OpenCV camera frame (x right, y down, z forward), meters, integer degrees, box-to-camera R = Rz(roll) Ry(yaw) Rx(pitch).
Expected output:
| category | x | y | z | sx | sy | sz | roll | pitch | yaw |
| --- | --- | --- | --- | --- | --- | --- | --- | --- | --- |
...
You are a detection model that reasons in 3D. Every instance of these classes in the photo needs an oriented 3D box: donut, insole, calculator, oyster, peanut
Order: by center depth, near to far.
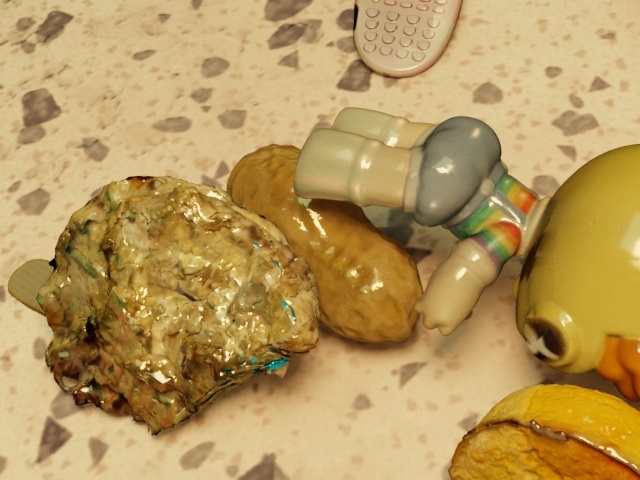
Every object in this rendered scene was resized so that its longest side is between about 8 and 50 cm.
| category | x | y | z | sx | sy | sz | roll | pitch | yaw |
| --- | --- | --- | --- | --- | --- | --- | --- | --- | --- |
| donut | 0.176 | 0.158 | 0.718 | 0.181 | 0.146 | 0.078 | 22 | 48 | 29 |
| oyster | -0.114 | 0.053 | 0.861 | 0.259 | 0.092 | 0.198 | 12 | 98 | 18 |
| peanut | 0.000 | 0.000 | 0.895 | 0.095 | 0.108 | 0.226 | -31 | 55 | -17 |
| insole | -0.201 | 0.064 | 0.958 | 0.188 | 0.004 | 0.064 | 27 | 63 | 28 |
| calculator | 0.086 | -0.234 | 1.075 | 0.103 | 0.024 | 0.166 | 12 | 74 | 12 |

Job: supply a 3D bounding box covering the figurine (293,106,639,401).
| category | x | y | z | sx | sy | sz | roll | pitch | yaw |
| --- | --- | --- | --- | --- | --- | --- | --- | --- | --- |
| figurine | 0.165 | -0.011 | 0.763 | 0.381 | 0.205 | 0.224 | 14 | 30 | 5 |
